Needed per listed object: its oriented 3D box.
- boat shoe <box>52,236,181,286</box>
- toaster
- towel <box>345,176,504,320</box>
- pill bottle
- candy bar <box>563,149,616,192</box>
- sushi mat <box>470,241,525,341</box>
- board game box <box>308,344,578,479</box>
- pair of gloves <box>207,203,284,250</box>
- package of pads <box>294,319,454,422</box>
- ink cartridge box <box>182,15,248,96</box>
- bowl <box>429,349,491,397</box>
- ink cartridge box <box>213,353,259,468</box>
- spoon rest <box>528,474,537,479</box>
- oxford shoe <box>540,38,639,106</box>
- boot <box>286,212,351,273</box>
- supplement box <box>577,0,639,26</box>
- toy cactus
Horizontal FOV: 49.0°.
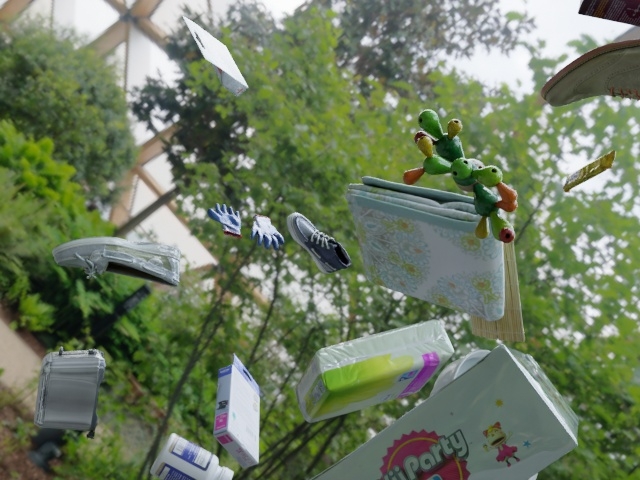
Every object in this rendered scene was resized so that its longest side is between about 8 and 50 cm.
[{"bbox_3d":[-0.516,0.058,1.799,0.118,0.321,0.103,-32,-124,56],"label":"boat shoe"},{"bbox_3d":[-0.617,0.374,1.726,0.147,0.226,0.129,8,6,-21],"label":"toaster"},{"bbox_3d":[0.248,0.016,1.639,0.375,0.090,0.320,17,-37,31],"label":"towel"},{"bbox_3d":[-0.320,0.577,1.767,0.187,0.112,0.112,30,-11,-4],"label":"pill bottle"},{"bbox_3d":[0.511,-0.129,1.343,0.018,0.040,0.161,22,-16,-5],"label":"candy bar"},{"bbox_3d":[0.430,0.107,1.767,0.151,0.019,0.316,4,-67,41],"label":"sushi mat"},{"bbox_3d":[0.127,0.203,0.678,0.097,0.224,0.303,56,11,20],"label":"board game box"},{"bbox_3d":[-0.190,-0.035,1.776,0.198,0.023,0.159,15,24,-23],"label":"pair of gloves"},{"bbox_3d":[0.106,0.281,1.496,0.229,0.297,0.101,114,-39,-56],"label":"package of pads"},{"bbox_3d":[-0.257,-0.429,1.653,0.179,0.045,0.145,17,40,-61],"label":"ink cartridge box"},{"bbox_3d":[0.368,0.427,1.774,0.134,0.298,0.298,-15,-61,46],"label":"bowl"},{"bbox_3d":[-0.256,0.526,2.190,0.311,0.065,0.185,-92,156,-53],"label":"ink cartridge box"},{"bbox_3d":[0.446,0.444,1.637,0.084,0.137,0.276,-21,-102,45],"label":"spoon rest"},{"bbox_3d":[0.631,-0.337,1.444,0.123,0.348,0.130,9,65,-55],"label":"oxford shoe"},{"bbox_3d":[0.000,0.000,1.772,0.086,0.069,0.190,-18,-62,48],"label":"boot"},{"bbox_3d":[0.635,-0.506,1.427,0.188,0.104,0.081,15,-13,8],"label":"supplement box"},{"bbox_3d":[0.209,-0.086,1.018,0.219,0.112,0.180,47,15,11],"label":"toy cactus"}]
